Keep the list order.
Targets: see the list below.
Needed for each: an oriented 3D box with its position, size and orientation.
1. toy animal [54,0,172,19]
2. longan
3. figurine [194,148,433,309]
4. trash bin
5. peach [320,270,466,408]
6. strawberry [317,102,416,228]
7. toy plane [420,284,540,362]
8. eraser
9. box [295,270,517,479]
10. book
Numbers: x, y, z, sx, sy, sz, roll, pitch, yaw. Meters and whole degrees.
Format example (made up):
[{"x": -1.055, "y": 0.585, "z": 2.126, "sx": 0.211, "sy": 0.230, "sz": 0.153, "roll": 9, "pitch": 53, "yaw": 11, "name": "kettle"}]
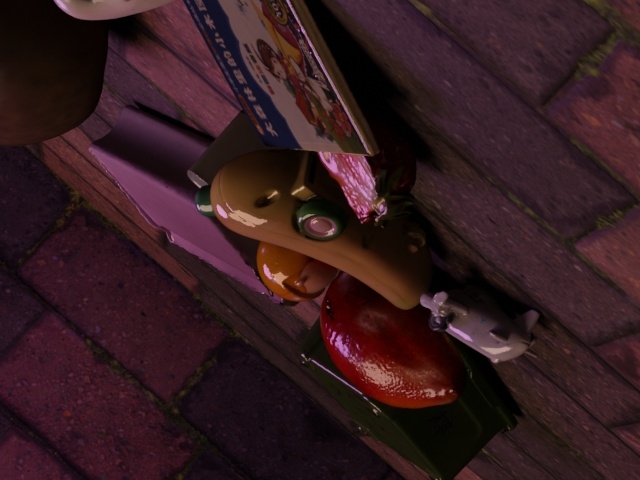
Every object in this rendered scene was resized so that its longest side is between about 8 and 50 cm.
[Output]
[{"x": -0.224, "y": -0.323, "z": 1.552, "sx": 0.267, "sy": 0.212, "sz": 0.212, "roll": 33, "pitch": 166, "yaw": 47, "name": "toy animal"}, {"x": -0.422, "y": -0.268, "z": 2.239, "sx": 0.288, "sy": 0.288, "sz": 0.350, "roll": 44, "pitch": 159, "yaw": -11, "name": "longan"}, {"x": 0.000, "y": 0.000, "z": 2.028, "sx": 0.324, "sy": 0.124, "sz": 0.222, "roll": 33, "pitch": 134, "yaw": -30, "name": "figurine"}, {"x": -0.089, "y": -0.099, "z": 2.112, "sx": 0.116, "sy": 0.130, "sz": 0.059, "roll": 41, "pitch": 167, "yaw": 5, "name": "trash bin"}, {"x": 0.086, "y": 0.130, "z": 2.178, "sx": 0.158, "sy": 0.154, "sz": 0.267, "roll": 60, "pitch": -178, "yaw": -42, "name": "peach"}, {"x": 0.045, "y": -0.100, "z": 1.815, "sx": 0.187, "sy": 0.082, "sz": 0.146, "roll": 52, "pitch": 151, "yaw": 22, "name": "strawberry"}, {"x": 0.205, "y": 0.102, "z": 2.040, "sx": 0.174, "sy": 0.080, "sz": 0.174, "roll": 26, "pitch": 179, "yaw": 0, "name": "toy plane"}, {"x": -0.177, "y": -0.058, "z": 2.573, "sx": 0.359, "sy": 0.122, "sz": 0.272, "roll": 25, "pitch": 158, "yaw": 51, "name": "eraser"}, {"x": 0.121, "y": 0.211, "z": 2.448, "sx": 0.253, "sy": 0.178, "sz": 0.328, "roll": 33, "pitch": 165, "yaw": 42, "name": "box"}, {"x": -0.054, "y": -0.195, "z": 1.792, "sx": 0.228, "sy": 0.018, "sz": 0.322, "roll": 62, "pitch": 162, "yaw": -15, "name": "book"}]
